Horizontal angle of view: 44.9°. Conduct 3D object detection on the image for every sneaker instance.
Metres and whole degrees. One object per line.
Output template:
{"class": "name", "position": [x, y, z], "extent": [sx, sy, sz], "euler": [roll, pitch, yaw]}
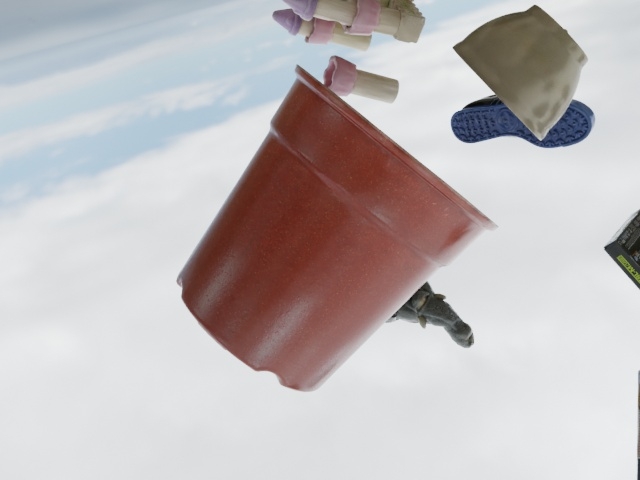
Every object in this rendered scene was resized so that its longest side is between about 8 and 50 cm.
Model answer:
{"class": "sneaker", "position": [0.314, -0.192, 1.177], "extent": [0.232, 0.081, 0.090], "euler": [9, -147, 42]}

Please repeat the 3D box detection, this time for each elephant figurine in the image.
{"class": "elephant figurine", "position": [0.128, 0.082, 1.321], "extent": [0.169, 0.239, 0.186], "euler": [-28, -143, 20]}

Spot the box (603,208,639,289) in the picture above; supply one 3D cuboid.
{"class": "box", "position": [0.719, 0.038, 1.676], "extent": [0.190, 0.184, 0.045], "euler": [-36, 175, -42]}

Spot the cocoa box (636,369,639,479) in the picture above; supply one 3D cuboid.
{"class": "cocoa box", "position": [0.582, 0.252, 0.901], "extent": [0.347, 0.231, 0.228], "euler": [-35, -146, 52]}

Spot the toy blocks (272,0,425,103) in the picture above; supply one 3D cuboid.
{"class": "toy blocks", "position": [0.025, -0.433, 1.279], "extent": [0.260, 0.309, 0.288], "euler": [11, -147, -18]}

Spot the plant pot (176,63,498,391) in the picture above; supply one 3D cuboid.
{"class": "plant pot", "position": [0.000, 0.000, 0.838], "extent": [0.265, 0.272, 0.272], "euler": [-51, -164, 8]}

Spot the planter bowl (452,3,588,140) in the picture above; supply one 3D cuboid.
{"class": "planter bowl", "position": [0.257, -0.220, 0.958], "extent": [0.109, 0.162, 0.162], "euler": [-45, -170, 17]}
